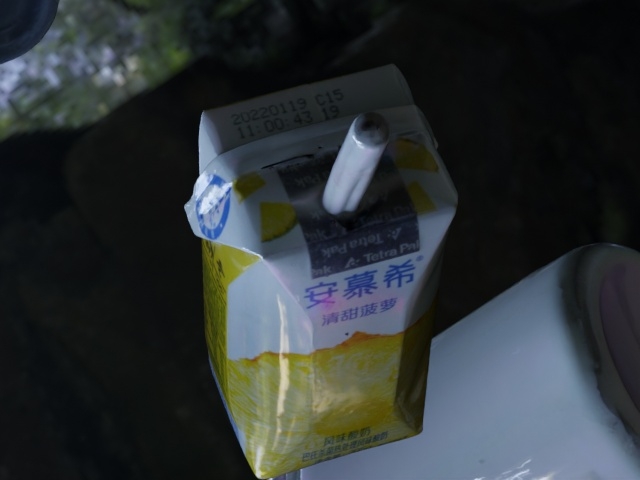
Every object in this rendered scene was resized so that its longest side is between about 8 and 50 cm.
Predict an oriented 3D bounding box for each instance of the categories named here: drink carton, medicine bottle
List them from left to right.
[{"bbox_3d":[0.000,0.000,0.618,0.200,0.084,0.074,94,160,-56],"label":"drink carton"},{"bbox_3d":[0.085,0.138,1.059,0.170,0.293,0.170,34,-144,-29],"label":"medicine bottle"}]

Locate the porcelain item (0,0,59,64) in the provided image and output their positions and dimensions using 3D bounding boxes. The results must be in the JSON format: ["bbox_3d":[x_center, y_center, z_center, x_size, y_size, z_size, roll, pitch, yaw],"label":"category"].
[{"bbox_3d":[-0.245,-0.190,1.226,0.141,0.141,0.259,41,179,-33],"label":"porcelain item"}]
